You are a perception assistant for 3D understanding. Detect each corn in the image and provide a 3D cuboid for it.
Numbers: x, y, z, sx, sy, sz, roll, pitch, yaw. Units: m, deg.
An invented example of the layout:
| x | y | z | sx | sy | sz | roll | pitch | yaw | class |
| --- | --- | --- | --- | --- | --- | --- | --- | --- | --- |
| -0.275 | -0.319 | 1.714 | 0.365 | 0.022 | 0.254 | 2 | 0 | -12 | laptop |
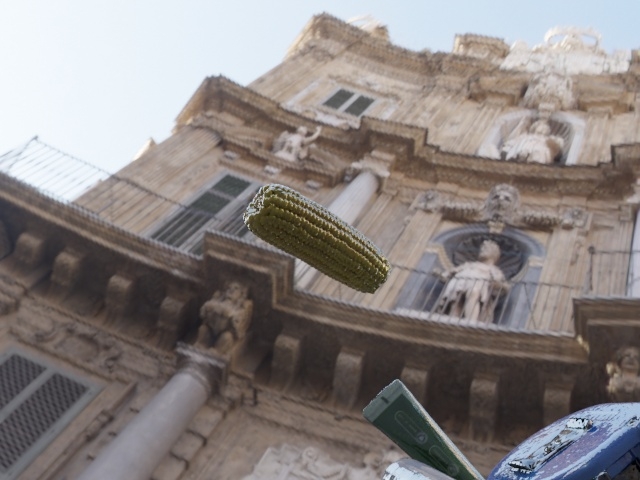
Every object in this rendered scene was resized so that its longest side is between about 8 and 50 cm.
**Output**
| x | y | z | sx | sy | sz | roll | pitch | yaw | class |
| --- | --- | --- | --- | --- | --- | --- | --- | --- | --- |
| 0.000 | 0.000 | 1.697 | 0.344 | 0.131 | 0.131 | 32 | -51 | -22 | corn |

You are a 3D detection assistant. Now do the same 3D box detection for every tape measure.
| x | y | z | sx | sy | sz | roll | pitch | yaw | class |
| --- | --- | --- | --- | --- | --- | --- | --- | --- | --- |
| 0.281 | 0.273 | 0.952 | 0.098 | 0.215 | 0.351 | 57 | -16 | 6 | tape measure |

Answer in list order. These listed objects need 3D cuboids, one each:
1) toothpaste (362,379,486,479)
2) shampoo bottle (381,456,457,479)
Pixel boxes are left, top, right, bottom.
| x | y | z | sx | sy | sz | roll | pitch | yaw | class |
| --- | --- | --- | --- | --- | --- | --- | --- | --- | --- |
| 0.245 | 0.432 | 1.478 | 0.392 | 0.099 | 0.061 | 45 | -12 | 11 | toothpaste |
| 0.150 | 0.369 | 1.131 | 0.092 | 0.092 | 0.303 | 43 | -11 | -3 | shampoo bottle |
